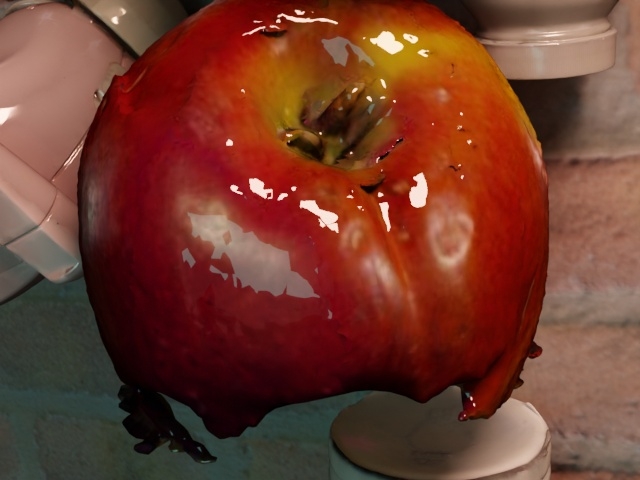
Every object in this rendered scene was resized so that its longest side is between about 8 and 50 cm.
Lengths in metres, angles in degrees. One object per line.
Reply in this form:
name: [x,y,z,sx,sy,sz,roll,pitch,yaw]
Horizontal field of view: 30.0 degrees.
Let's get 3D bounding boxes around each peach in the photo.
peach: [0.000,0.000,0.898,0.339,0.353,0.417,-1,150,-2]

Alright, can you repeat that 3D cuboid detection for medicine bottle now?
medicine bottle: [0.104,0.311,1.051,0.189,0.190,0.332,9,111,29]
medicine bottle: [0.155,-0.247,0.851,0.131,0.131,0.250,6,110,30]

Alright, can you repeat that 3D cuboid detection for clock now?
clock: [-0.283,-0.087,1.075,0.342,0.326,0.184,-17,124,33]
